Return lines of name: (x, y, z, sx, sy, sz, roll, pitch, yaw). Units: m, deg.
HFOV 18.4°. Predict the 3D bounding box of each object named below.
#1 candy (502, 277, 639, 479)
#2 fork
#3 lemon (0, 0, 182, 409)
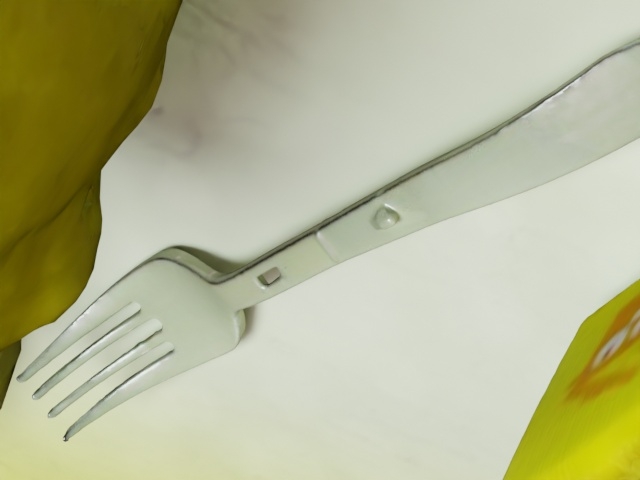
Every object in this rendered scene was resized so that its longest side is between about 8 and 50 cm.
candy: (0.185, 0.094, 0.420, 0.276, 0.088, 0.146, 42, 132, -6)
fork: (0.003, -0.003, 0.496, 0.219, 0.028, 0.034, -29, 99, 37)
lemon: (-0.156, -0.105, 0.347, 0.316, 0.285, 0.285, 25, 136, -17)
